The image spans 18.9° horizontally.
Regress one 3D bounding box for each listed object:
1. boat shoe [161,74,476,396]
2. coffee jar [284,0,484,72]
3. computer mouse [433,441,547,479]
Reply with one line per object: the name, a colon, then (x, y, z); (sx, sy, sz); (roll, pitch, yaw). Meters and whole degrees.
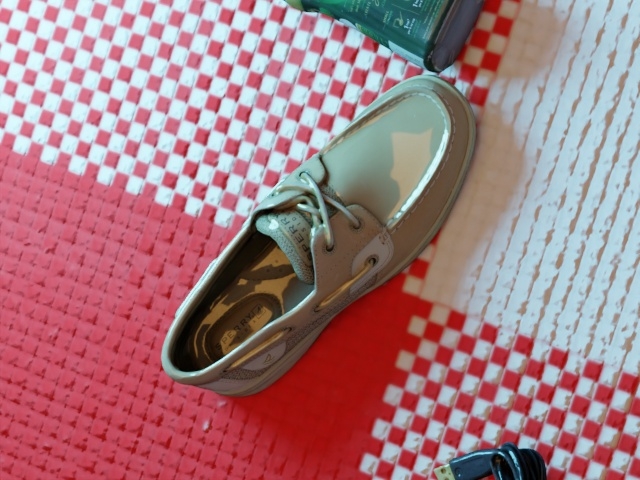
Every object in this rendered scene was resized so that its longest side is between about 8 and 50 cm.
boat shoe: (0.000, 0.000, 1.618); (0.121, 0.110, 0.341); (42, 99, 19)
coffee jar: (0.043, -0.221, 1.642); (0.184, 0.079, 0.096); (28, 94, 20)
computer mouse: (0.081, 0.264, 1.563); (0.262, 0.060, 0.184); (-33, 41, 34)
